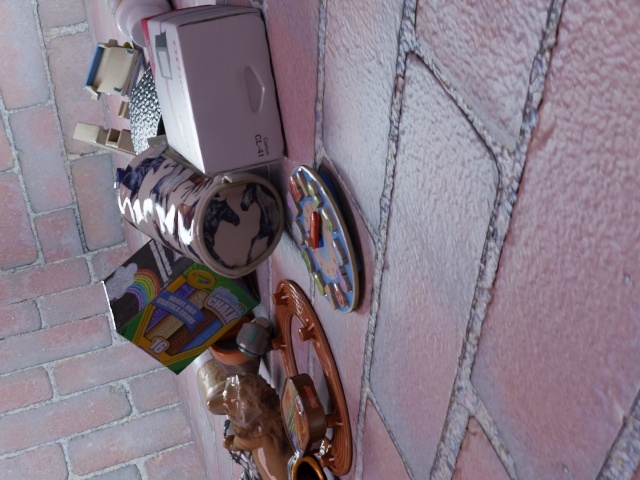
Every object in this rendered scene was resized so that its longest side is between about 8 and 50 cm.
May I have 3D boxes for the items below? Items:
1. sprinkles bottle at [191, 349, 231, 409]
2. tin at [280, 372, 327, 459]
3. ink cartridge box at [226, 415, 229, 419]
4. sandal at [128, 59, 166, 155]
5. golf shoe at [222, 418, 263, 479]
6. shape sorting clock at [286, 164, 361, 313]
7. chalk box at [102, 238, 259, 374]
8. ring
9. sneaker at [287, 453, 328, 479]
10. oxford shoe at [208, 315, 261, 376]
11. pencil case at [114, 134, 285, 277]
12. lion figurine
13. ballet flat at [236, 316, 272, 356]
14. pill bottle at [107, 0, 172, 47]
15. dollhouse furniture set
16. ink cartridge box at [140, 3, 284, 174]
[{"bbox_3d":[-0.262,0.236,2.227,0.121,0.121,0.355,92,157,-46],"label":"sprinkles bottle"},{"bbox_3d":[-0.028,0.277,1.504,0.189,0.040,0.106,105,143,-60],"label":"tin"},{"bbox_3d":[-0.191,0.443,2.315,0.208,0.045,0.206,-156,53,-68],"label":"ink cartridge box"},{"bbox_3d":[-0.311,-0.294,1.995,0.446,0.107,0.167,-45,59,58],"label":"sandal"},{"bbox_3d":[-0.153,0.487,2.162,0.198,0.094,0.077,64,-162,16],"label":"golf shoe"},{"bbox_3d":[0.000,0.000,1.252,0.206,0.040,0.206,165,90,-75],"label":"shape sorting clock"},{"bbox_3d":[-0.252,0.082,1.863,0.179,0.289,0.180,46,-172,-38],"label":"chalk box"},{"bbox_3d":[-0.026,0.229,1.572,0.336,0.032,0.336,165,90,-75],"label":"ring"},{"bbox_3d":[-0.006,0.450,1.578,0.083,0.084,0.214,89,158,-67],"label":"sneaker"},{"bbox_3d":[-0.224,0.174,2.042,0.363,0.130,0.132,-122,15,-50],"label":"oxford shoe"},{"bbox_3d":[-0.209,-0.062,1.583,0.410,0.160,0.183,21,129,58],"label":"pencil case"},{"bbox_3d":[-0.089,0.443,1.856,0.392,0.142,0.240,59,155,6],"label":"lion figurine"},{"bbox_3d":[-0.114,0.175,1.771,0.213,0.072,0.068,110,-178,-87],"label":"ballet flat"},{"bbox_3d":[-0.379,-0.495,1.971,0.117,0.117,0.215,93,156,-48],"label":"pill bottle"},{"bbox_3d":[-0.489,-0.381,2.566,0.286,0.198,0.303,16,89,48],"label":"dollhouse furniture set"},{"bbox_3d":[-0.172,-0.241,1.465,0.306,0.131,0.226,-142,40,-67],"label":"ink cartridge box"}]
